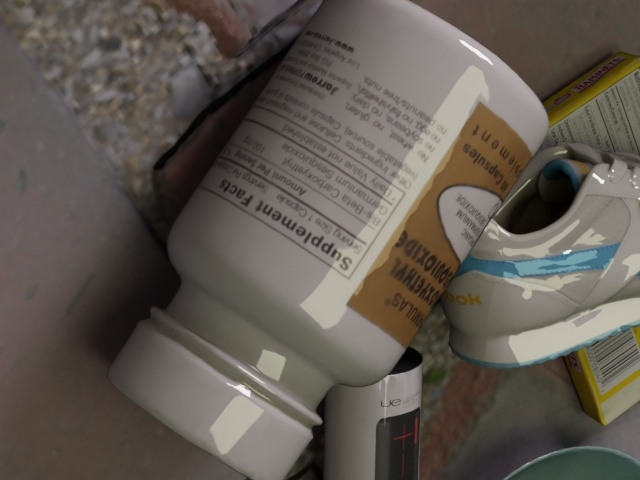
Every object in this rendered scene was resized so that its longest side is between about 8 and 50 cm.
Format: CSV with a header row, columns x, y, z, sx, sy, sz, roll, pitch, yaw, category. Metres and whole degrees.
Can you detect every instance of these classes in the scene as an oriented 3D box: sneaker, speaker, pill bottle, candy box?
x,y,z,sx,sy,sz,roll,pitch,yaw,category
0.167,-0.012,0.988,0.228,0.087,0.092,-23,116,-22,sneaker
0.028,0.125,0.998,0.055,0.055,0.136,-9,110,-30,speaker
0.000,0.000,0.891,0.131,0.131,0.229,37,85,-35,pill bottle
0.171,0.002,1.063,0.105,0.027,0.206,-34,121,-18,candy box

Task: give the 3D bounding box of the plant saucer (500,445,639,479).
x,y,z,sx,sy,sz,roll,pitch,yaw,category
0.131,0.210,1.102,0.195,0.037,0.195,-11,111,-30,plant saucer
